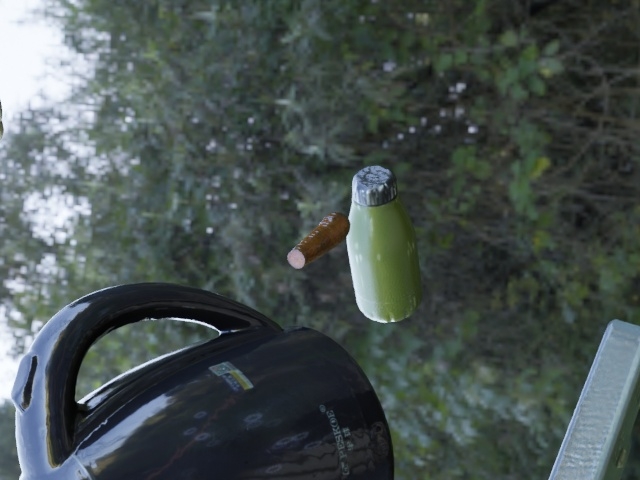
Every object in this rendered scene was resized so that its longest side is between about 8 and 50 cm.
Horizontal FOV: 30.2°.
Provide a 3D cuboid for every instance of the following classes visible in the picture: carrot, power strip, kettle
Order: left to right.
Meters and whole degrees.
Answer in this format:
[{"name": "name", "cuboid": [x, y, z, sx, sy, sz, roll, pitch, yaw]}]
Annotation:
[{"name": "kettle", "cuboid": [-0.117, 0.164, 0.957, 0.290, 0.207, 0.268, -9, -94, -41]}, {"name": "carrot", "cuboid": [0.000, 0.000, 1.193, 0.093, 0.032, 0.032, -40, -47, -49]}, {"name": "power strip", "cuboid": [0.306, 0.231, 1.304, 0.265, 0.059, 0.193, -67, -22, -13]}]

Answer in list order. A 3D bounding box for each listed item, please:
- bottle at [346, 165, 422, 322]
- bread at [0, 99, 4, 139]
[{"name": "bottle", "cuboid": [0.098, 0.004, 1.885, 0.112, 0.112, 0.260, -61, -30, -46]}, {"name": "bread", "cuboid": [-0.614, -0.214, 1.747, 0.316, 0.316, 0.054, 48, -135, -63]}]
